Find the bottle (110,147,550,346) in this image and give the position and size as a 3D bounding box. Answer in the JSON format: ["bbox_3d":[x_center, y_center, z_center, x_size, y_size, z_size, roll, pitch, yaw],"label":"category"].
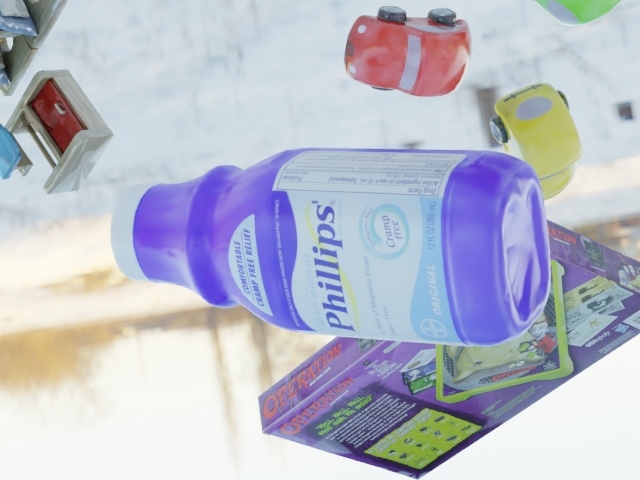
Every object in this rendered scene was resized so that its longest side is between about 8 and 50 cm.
[{"bbox_3d":[0.000,0.000,1.062,0.283,0.118,0.092,3,-156,29],"label":"bottle"}]

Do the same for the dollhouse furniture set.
[{"bbox_3d":[-0.277,-0.147,1.469,0.129,0.184,0.129,-11,147,-48],"label":"dollhouse furniture set"}]

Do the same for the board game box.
[{"bbox_3d":[0.129,0.104,1.552,0.208,0.056,0.347,19,136,-39],"label":"board game box"}]

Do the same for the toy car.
[{"bbox_3d":[0.164,-0.154,1.260,0.239,0.225,0.053,34,-171,-32],"label":"toy car"}]
